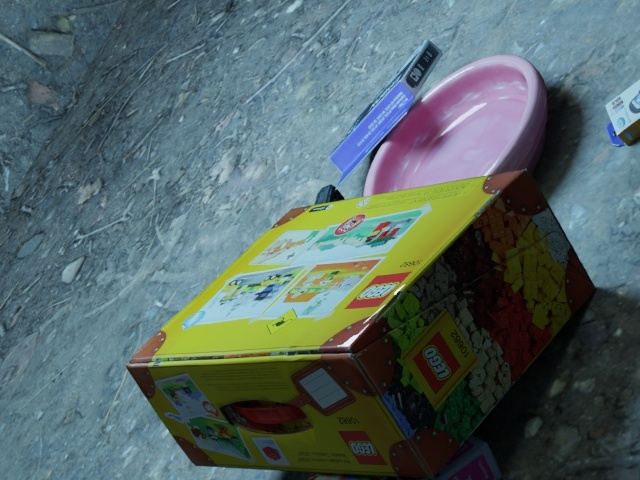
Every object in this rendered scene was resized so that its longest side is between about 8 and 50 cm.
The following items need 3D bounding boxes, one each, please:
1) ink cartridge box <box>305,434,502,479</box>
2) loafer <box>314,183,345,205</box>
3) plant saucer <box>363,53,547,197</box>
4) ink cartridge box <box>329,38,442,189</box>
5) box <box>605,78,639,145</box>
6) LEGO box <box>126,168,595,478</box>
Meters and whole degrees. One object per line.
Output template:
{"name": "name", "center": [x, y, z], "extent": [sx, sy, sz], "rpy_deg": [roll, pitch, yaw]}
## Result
{"name": "ink cartridge box", "center": [0.046, 0.325, 1.907], "extent": [0.311, 0.065, 0.186], "rpy_deg": [-36, 23, -16]}
{"name": "loafer", "center": [0.000, 0.000, 2.490], "extent": [0.078, 0.076, 0.223], "rpy_deg": [-24, 39, 27]}
{"name": "plant saucer", "center": [0.210, -0.125, 2.334], "extent": [0.332, 0.084, 0.332], "rpy_deg": [-35, 30, 24]}
{"name": "ink cartridge box", "center": [0.098, -0.203, 2.540], "extent": [0.206, 0.045, 0.208], "rpy_deg": [-47, 8, 38]}
{"name": "box", "center": [0.440, -0.186, 2.133], "extent": [0.136, 0.028, 0.081], "rpy_deg": [-36, 29, 19]}
{"name": "LEGO box", "center": [0.042, 0.112, 2.051], "extent": [0.372, 0.193, 0.500], "rpy_deg": [-44, 21, -31]}
